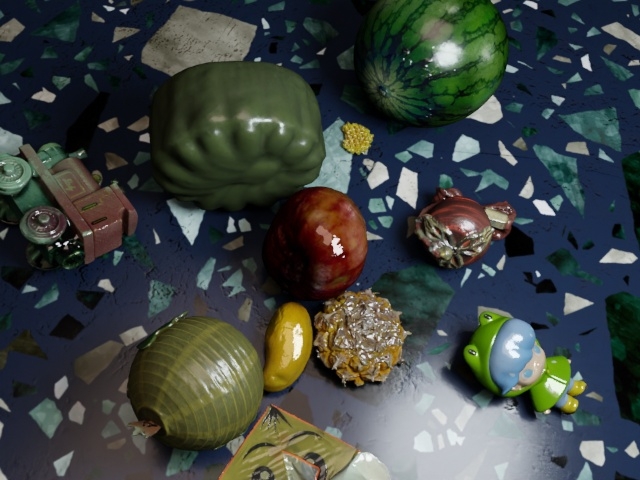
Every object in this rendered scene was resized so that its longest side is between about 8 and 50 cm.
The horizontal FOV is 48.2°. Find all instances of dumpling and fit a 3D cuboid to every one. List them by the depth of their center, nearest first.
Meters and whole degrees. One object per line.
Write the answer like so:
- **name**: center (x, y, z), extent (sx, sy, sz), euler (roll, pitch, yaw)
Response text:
- **dumpling**: center (0.043, 0.486, 1.241), extent (0.229, 0.124, 0.151), euler (-40, 100, -12)

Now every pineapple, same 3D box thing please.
- **pineapple**: center (0.087, 0.186, 1.446), extent (0.225, 0.076, 0.225), euler (8, 63, -16)

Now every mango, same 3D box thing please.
- **mango**: center (-0.067, 0.211, 1.429), extent (0.098, 0.075, 0.190), euler (11, 66, 5)

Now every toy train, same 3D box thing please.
- **toy train**: center (-0.541, -0.083, 1.481), extent (0.221, 0.150, 0.304), euler (-31, 71, -30)

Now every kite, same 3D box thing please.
- **kite**: center (-0.062, 0.457, 1.328), extent (0.377, 0.013, 0.327), euler (-13, 60, -3)

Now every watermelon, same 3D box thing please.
- **watermelon**: center (0.249, -0.422, 1.623), extent (0.363, 0.363, 0.363), euler (3, 65, -6)

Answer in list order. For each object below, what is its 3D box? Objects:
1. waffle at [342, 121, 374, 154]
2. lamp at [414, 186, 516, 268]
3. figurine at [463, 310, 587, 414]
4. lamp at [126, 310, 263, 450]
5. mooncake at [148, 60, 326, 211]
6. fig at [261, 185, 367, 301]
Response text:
- **waffle**: center (0.084, -0.239, 1.689), extent (0.078, 0.016, 0.085), euler (16, 65, 1)
- **lamp**: center (0.313, -0.032, 1.547), extent (0.215, 0.151, 0.223), euler (22, 62, -1)
- **figurine**: center (0.409, 0.255, 1.440), extent (0.263, 0.143, 0.162), euler (34, 73, -9)
- **lamp**: center (-0.234, 0.270, 1.273), extent (0.250, 0.250, 0.284), euler (36, 38, 10)
- **mooncake**: center (-0.168, -0.198, 1.457), extent (0.356, 0.356, 0.194), euler (-3, 68, -8)
- **fig**: center (-0.008, 0.003, 1.461), extent (0.224, 0.224, 0.263), euler (5, 43, -4)
